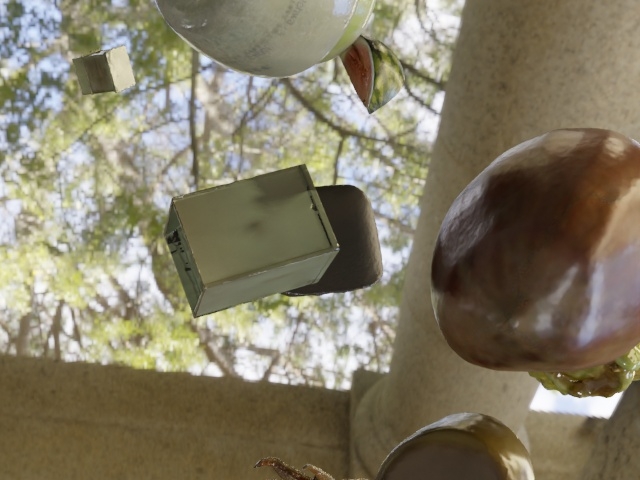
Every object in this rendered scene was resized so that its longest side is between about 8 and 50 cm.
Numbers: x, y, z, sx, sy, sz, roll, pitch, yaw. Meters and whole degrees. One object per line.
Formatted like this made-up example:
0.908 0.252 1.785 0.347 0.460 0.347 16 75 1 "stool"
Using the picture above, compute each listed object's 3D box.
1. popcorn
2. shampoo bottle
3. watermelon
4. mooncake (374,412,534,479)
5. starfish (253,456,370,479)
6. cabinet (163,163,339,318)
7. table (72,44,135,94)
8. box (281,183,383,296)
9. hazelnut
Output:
0.570 0.189 1.940 0.274 0.335 0.279 13 -125 -47 "popcorn"
-0.090 -0.416 1.443 0.322 0.322 0.317 40 -154 31 "shampoo bottle"
0.083 -0.288 1.500 0.087 0.069 0.163 -24 -131 1 "watermelon"
0.191 0.361 1.315 0.235 0.235 0.117 33 -154 25 "mooncake"
-0.005 0.414 1.582 0.238 0.213 0.057 13 -116 -14 "starfish"
-0.107 0.004 1.379 0.206 0.150 0.145 -16 -107 -20 "cabinet"
-0.403 -0.316 1.738 0.083 0.079 0.062 -2 -158 28 "table"
0.000 0.000 1.688 0.212 0.201 0.042 -9 179 -5 "box"
0.319 0.021 1.262 0.366 0.366 0.366 5 -139 -5 "hazelnut"
